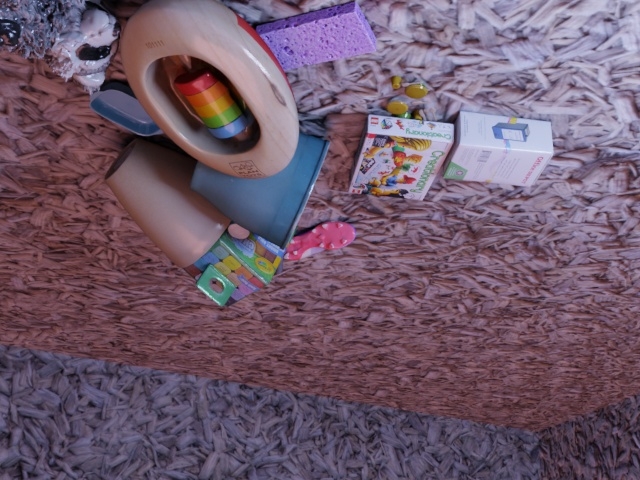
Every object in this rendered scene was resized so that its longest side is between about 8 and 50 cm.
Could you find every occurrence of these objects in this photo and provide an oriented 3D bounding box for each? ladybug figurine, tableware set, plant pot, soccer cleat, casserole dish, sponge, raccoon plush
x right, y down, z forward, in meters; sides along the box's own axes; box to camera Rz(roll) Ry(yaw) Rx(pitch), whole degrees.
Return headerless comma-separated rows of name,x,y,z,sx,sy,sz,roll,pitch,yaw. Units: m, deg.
ladybug figurine,-0.195,-0.300,1.591,0.305,0.161,0.449,-4,139,26
tableware set,0.189,-0.302,1.758,0.104,0.024,0.154,-4,153,21
plant pot,-0.148,-0.151,1.858,0.255,0.271,0.271,23,150,-4
soccer cleat,0.000,0.000,2.324,0.248,0.083,0.095,-19,174,29
plant pot,-0.374,-0.115,1.987,0.274,0.256,0.256,39,140,-22
casserole dish,-0.424,-0.296,1.825,0.188,0.037,0.114,26,145,-38
sponge,-0.008,-0.393,1.590,0.210,0.031,0.117,-7,151,21
raccoon plush,-0.572,-0.438,1.499,0.447,0.216,0.299,26,175,20

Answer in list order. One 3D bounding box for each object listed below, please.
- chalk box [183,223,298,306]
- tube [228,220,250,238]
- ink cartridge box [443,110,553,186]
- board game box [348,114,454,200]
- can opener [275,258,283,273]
chalk box,-0.217,0.034,2.074,0.180,0.289,0.179,43,132,-19
tube,-0.176,-0.096,2.006,0.080,0.207,0.052,-9,134,24
ink cartridge box,0.397,-0.203,1.847,0.213,0.093,0.154,7,153,-3
board game box,0.181,-0.188,1.920,0.193,0.053,0.305,5,157,-4
can opener,-0.124,0.007,2.254,0.074,0.093,0.280,-26,147,-29
